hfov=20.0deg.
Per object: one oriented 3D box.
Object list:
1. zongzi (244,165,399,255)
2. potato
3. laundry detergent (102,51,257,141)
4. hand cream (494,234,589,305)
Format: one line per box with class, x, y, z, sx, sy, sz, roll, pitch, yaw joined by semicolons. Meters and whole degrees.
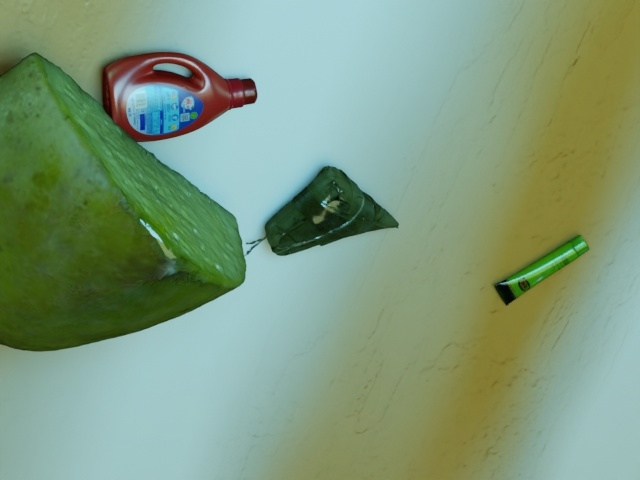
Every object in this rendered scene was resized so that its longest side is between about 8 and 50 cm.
zongzi;0.000;0.000;2.067;0.154;0.062;0.130;-42;133;12
potato;-0.274;0.022;1.867;0.280;0.213;0.330;-37;126;15
laundry detergent;-0.149;-0.158;1.940;0.165;0.049;0.097;-9;118;-17
hand cream;0.268;0.034;2.190;0.122;0.023;0.036;-32;124;3
